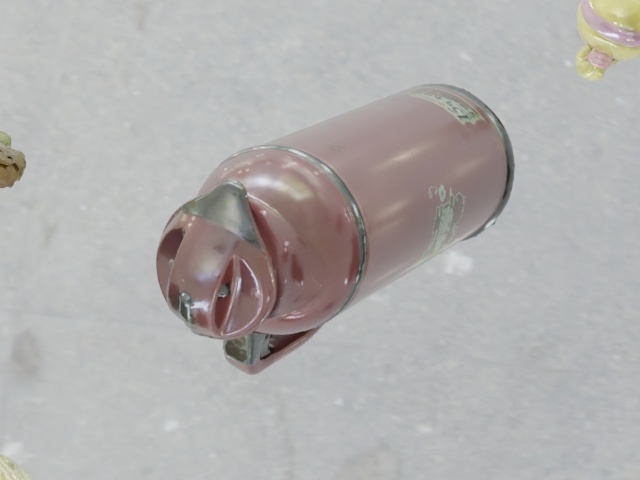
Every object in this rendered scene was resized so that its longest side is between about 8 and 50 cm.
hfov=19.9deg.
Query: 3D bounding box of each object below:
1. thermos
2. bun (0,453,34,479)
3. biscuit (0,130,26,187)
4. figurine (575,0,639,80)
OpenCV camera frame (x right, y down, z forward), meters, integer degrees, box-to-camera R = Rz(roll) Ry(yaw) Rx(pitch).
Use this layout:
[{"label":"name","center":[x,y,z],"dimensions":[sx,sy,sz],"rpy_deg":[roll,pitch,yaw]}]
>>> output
[{"label":"thermos","center":[-0.003,-0.008,1.091],"dimensions":[0.136,0.330,0.109],"rpy_deg":[-36,85,29]},{"label":"bun","center":[-0.234,0.196,1.041],"dimensions":[0.244,0.244,0.153],"rpy_deg":[38,97,28]},{"label":"biscuit","center":[-0.175,-0.055,0.519],"dimensions":[0.203,0.144,0.016],"rpy_deg":[39,122,54]},{"label":"figurine","center":[0.244,-0.196,1.347],"dimensions":[0.083,0.083,0.187],"rpy_deg":[15,60,30]}]
